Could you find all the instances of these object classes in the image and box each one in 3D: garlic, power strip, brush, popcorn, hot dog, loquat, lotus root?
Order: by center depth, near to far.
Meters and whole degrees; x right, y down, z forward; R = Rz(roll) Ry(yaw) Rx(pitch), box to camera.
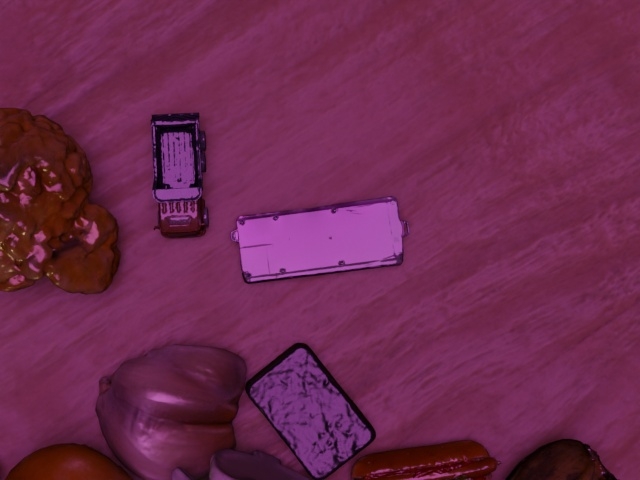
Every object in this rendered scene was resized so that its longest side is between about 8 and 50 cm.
[{"bbox_3d":[-0.369,0.415,1.732,0.235,0.235,0.235,0,86,-1],"label":"loquat"},{"bbox_3d":[-0.445,-0.039,1.770,0.265,0.225,0.332,-43,100,-8],"label":"popcorn"},{"bbox_3d":[0.325,0.426,1.780,0.275,0.160,0.152,-38,112,-2],"label":"lotus root"},{"bbox_3d":[-0.234,0.266,1.805,0.228,0.110,0.217,5,90,-1],"label":"garlic"},{"bbox_3d":[0.163,0.361,1.827,0.236,0.062,0.092,-11,83,-3],"label":"hot dog"},{"bbox_3d":[-0.016,0.266,1.830,0.123,0.059,0.197,-39,88,-2],"label":"brush"},{"bbox_3d":[0.000,0.000,1.858,0.279,0.037,0.109,-7,87,-2],"label":"power strip"}]

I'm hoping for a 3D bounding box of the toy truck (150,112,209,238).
[{"bbox_3d":[-0.219,-0.101,1.833,0.083,0.092,0.192,-3,87,-2],"label":"toy truck"}]

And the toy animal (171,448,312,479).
[{"bbox_3d":[-0.122,0.460,1.762,0.272,0.206,0.265,20,98,-22],"label":"toy animal"}]
